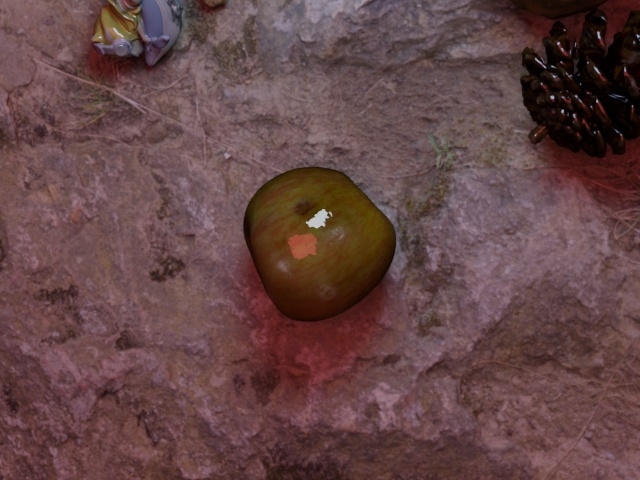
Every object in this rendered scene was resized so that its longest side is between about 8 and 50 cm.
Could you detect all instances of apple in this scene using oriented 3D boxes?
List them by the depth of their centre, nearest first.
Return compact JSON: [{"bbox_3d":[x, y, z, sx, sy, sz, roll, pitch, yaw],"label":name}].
[{"bbox_3d":[0.000,0.000,1.730,0.264,0.264,0.264,0,92,11],"label":"apple"}]

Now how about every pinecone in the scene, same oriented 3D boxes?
[{"bbox_3d":[0.460,-0.261,1.641,0.309,0.244,0.244,-30,86,-7],"label":"pinecone"}]

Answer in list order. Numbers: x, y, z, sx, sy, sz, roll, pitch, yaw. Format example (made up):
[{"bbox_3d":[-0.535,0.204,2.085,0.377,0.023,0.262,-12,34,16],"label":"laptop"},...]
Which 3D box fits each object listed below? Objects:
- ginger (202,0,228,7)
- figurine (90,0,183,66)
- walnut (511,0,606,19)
[{"bbox_3d":[-0.273,-0.517,1.858,0.149,0.065,0.258,-37,91,22],"label":"ginger"},{"bbox_3d":[-0.336,-0.406,1.828,0.184,0.128,0.208,-13,126,10],"label":"figurine"},{"bbox_3d":[0.380,-0.499,1.612,0.253,0.277,0.282,-44,100,9],"label":"walnut"}]
